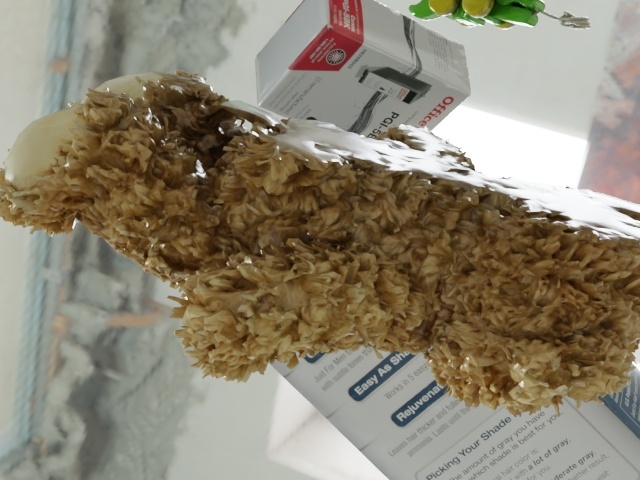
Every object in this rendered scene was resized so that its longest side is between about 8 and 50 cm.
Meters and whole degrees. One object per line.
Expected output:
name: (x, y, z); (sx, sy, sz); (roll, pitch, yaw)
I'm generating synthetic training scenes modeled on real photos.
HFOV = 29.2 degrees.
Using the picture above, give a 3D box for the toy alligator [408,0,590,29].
toy alligator: (0.161, -0.219, 1.096); (0.056, 0.189, 0.051); (9, -88, -50)

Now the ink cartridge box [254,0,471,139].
ink cartridge box: (0.032, -0.125, 0.936); (0.099, 0.135, 0.056); (-44, 38, 40)

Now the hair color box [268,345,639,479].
hair color box: (0.112, 0.103, 0.917); (0.174, 0.347, 0.105); (-43, 5, 26)

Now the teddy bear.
teddy bear: (0.000, 0.000, 0.625); (0.245, 0.338, 0.113); (-100, 24, -69)
